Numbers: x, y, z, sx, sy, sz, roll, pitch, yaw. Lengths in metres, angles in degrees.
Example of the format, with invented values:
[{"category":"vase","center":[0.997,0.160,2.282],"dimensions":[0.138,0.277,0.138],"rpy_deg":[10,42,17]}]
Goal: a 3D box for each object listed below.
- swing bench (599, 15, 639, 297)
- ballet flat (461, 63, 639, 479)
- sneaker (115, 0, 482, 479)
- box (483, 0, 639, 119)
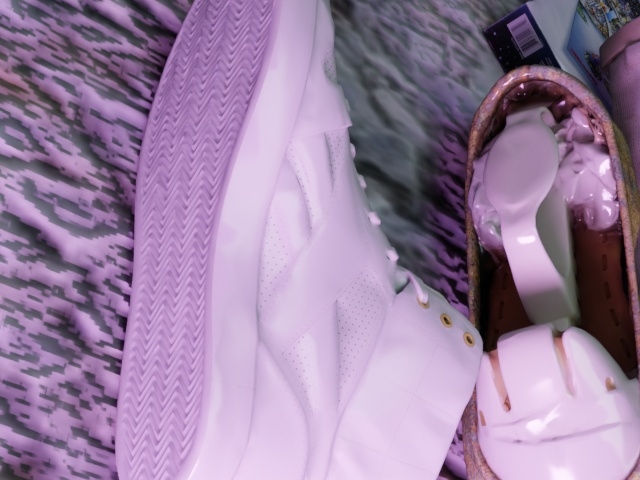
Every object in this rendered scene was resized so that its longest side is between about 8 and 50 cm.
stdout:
[{"category":"swing bench","center":[0.323,-0.012,0.791],"dimensions":[0.254,0.165,0.253],"rpy_deg":[19,61,-32]},{"category":"ballet flat","center":[0.128,0.046,0.685],"dimensions":[0.123,0.123,0.349],"rpy_deg":[25,52,-30]},{"category":"sneaker","center":[0.000,0.000,0.623],"dimensions":[0.169,0.108,0.293],"rpy_deg":[20,68,-35]},{"category":"box","center":[0.229,-0.077,0.888],"dimensions":[0.159,0.044,0.233],"rpy_deg":[-27,89,-44]}]
